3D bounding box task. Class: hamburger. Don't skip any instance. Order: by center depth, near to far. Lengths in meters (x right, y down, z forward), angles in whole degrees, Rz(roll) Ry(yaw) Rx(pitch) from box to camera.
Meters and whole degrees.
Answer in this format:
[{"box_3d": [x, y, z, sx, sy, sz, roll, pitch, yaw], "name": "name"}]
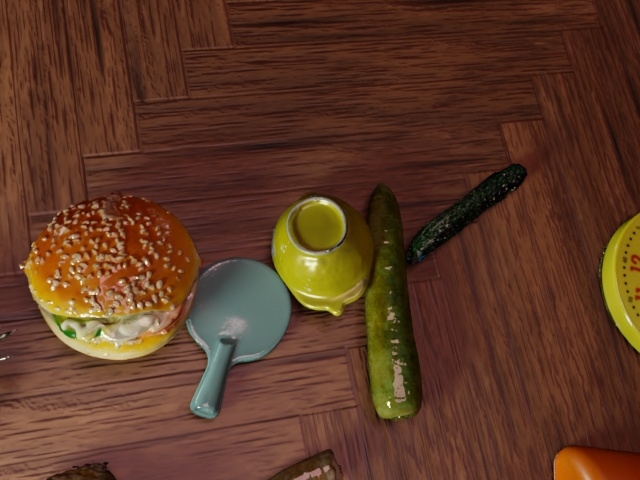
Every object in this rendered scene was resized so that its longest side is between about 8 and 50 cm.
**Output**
[{"box_3d": [-0.267, 0.043, 1.139, 0.237, 0.147, 0.237, 5, 66, -12], "name": "hamburger"}]

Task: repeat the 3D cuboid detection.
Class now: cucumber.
[{"box_3d": [0.222, -0.045, 1.327, 0.257, 0.043, 0.044, -36, 75, -24], "name": "cucumber"}]

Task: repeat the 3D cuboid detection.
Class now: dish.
[{"box_3d": [0.000, 0.000, 1.223, 0.149, 0.080, 0.207, -16, 59, -1], "name": "dish"}]

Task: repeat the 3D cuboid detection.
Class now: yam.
[{"box_3d": [-0.075, 0.345, 1.119, 0.241, 0.057, 0.057, -26, 78, -21], "name": "yam"}]

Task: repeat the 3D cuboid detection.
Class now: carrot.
[{"box_3d": [0.099, 0.078, 1.247, 0.074, 0.074, 0.358, 2, 69, -12], "name": "carrot"}]

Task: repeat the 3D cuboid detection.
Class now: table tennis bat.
[{"box_3d": [-0.126, 0.132, 1.198, 0.149, 0.038, 0.237, 19, 63, -7], "name": "table tennis bat"}]

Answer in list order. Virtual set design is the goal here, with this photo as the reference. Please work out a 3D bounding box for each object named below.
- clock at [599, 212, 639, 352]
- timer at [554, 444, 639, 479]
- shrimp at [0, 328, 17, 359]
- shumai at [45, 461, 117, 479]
[{"box_3d": [0.586, 0.071, 1.354, 0.293, 0.071, 0.277, 10, 69, -8], "name": "clock"}, {"box_3d": [0.461, 0.409, 1.189, 0.257, 0.161, 0.250, 9, 54, -9], "name": "timer"}, {"box_3d": [-0.559, 0.191, 1.005, 0.411, 0.166, 0.221, -6, 41, -15], "name": "shrimp"}, {"box_3d": [-0.313, 0.404, 1.017, 0.184, 0.218, 0.185, -3, 109, -10], "name": "shumai"}]
